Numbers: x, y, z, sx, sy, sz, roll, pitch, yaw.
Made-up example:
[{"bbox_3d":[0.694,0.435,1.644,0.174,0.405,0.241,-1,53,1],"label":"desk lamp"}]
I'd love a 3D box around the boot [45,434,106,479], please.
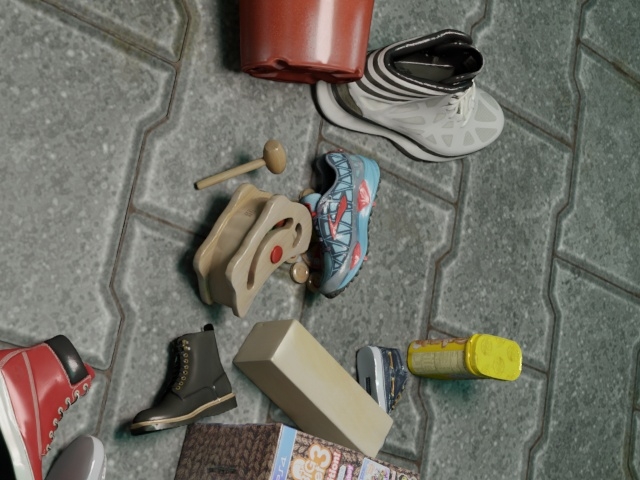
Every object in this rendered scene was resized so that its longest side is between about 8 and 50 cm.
[{"bbox_3d":[-0.327,0.406,1.607,0.123,0.095,0.258,30,73,-41],"label":"boot"}]

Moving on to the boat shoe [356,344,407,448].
[{"bbox_3d":[0.113,0.274,2.020,0.083,0.065,0.183,7,78,-39],"label":"boat shoe"}]

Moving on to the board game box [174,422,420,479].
[{"bbox_3d":[-0.038,0.382,1.761,0.291,0.232,0.141,26,67,-35],"label":"board game box"}]

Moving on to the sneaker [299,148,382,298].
[{"bbox_3d":[0.014,-0.030,1.959,0.125,0.104,0.262,20,66,-20],"label":"sneaker"}]

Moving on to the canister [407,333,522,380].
[{"bbox_3d":[0.256,0.213,2.085,0.126,0.170,0.073,16,73,-39],"label":"canister"}]

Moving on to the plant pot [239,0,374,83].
[{"bbox_3d":[-0.023,-0.398,1.885,0.272,0.272,0.265,4,89,-41],"label":"plant pot"}]

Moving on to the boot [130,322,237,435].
[{"bbox_3d":[-0.219,0.209,1.742,0.198,0.076,0.137,-12,87,-55],"label":"boot"}]

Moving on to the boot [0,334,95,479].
[{"bbox_3d":[-0.369,0.258,1.587,0.176,0.088,0.244,-13,89,-43],"label":"boot"}]

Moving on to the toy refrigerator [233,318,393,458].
[{"bbox_3d":[-0.007,0.244,1.895,0.269,0.102,0.094,48,56,-25],"label":"toy refrigerator"}]

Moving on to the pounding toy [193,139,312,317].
[{"bbox_3d":[-0.121,-0.018,1.856,0.269,0.154,0.154,-59,149,-20],"label":"pounding toy"}]

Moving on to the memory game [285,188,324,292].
[{"bbox_3d":[0.000,0.000,1.996,0.186,0.012,0.186,7,79,-41],"label":"memory game"}]

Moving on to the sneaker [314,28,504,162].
[{"bbox_3d":[0.232,-0.250,2.074,0.447,0.257,0.169,7,79,-41],"label":"sneaker"}]
